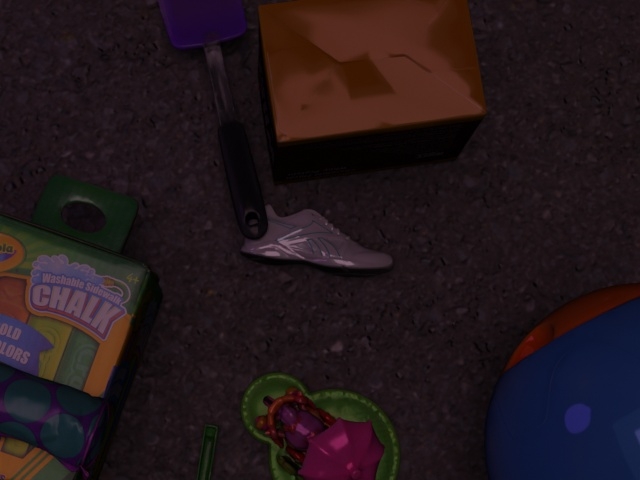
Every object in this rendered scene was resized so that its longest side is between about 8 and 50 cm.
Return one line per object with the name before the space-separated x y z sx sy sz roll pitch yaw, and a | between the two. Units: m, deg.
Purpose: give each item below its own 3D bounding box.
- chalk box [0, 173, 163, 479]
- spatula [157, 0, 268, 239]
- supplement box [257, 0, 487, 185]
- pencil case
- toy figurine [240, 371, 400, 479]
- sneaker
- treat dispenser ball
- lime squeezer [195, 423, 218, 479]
chalk box | -0.257 0.080 1.315 0.180 0.179 0.289 18 81 0
spatula | -0.096 -0.140 1.421 0.084 0.030 0.296 -13 76 -5
supplement box | 0.041 -0.145 1.356 0.191 0.194 0.129 -8 81 -4
pencil case | -0.253 0.143 1.183 0.151 0.064 0.070 17 64 0
toy figurine | -0.001 0.183 1.318 0.173 0.159 0.130 40 81 5
sneaker | 0.000 0.000 1.403 0.152 0.054 0.061 11 78 0
treat dispenser ball | 0.290 0.181 1.264 0.288 0.288 0.288 0 81 -2
lime squeezer | -0.134 0.326 1.325 0.058 0.110 0.310 -1 49 14
